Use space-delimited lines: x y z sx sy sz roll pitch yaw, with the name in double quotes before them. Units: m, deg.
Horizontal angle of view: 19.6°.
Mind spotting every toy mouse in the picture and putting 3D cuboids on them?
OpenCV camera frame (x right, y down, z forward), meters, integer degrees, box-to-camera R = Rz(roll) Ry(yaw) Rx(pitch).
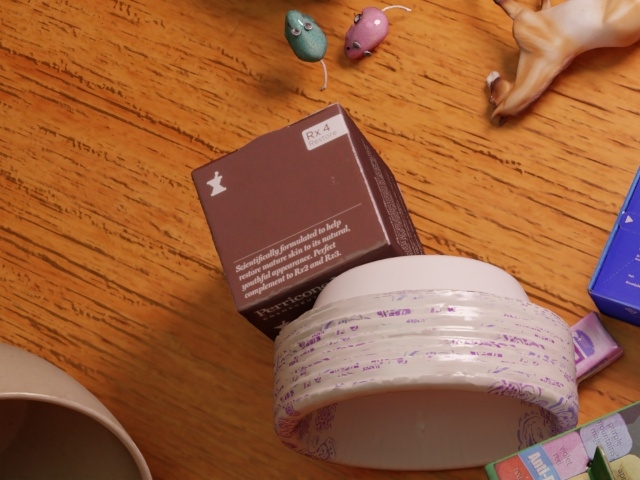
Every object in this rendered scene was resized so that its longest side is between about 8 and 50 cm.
"toy mouse" 0.020 -0.225 1.995 0.031 0.161 0.143 -130 50 -59

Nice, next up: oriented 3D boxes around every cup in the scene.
"cup" -0.358 0.229 1.867 0.331 0.331 0.237 -39 36 2

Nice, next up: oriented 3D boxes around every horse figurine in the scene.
"horse figurine" 0.277 -0.245 1.929 0.263 0.066 0.174 -19 59 15

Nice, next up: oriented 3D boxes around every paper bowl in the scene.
"paper bowl" 0.096 0.112 1.735 0.284 0.284 0.148 -9 66 16

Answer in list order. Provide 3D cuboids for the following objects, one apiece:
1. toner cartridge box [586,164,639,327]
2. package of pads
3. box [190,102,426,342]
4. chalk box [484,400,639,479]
"toner cartridge box" 0.446 0.042 1.754 0.347 0.075 0.165 20 77 25
"package of pads" 0.252 0.113 1.821 0.083 0.032 0.050 -35 60 4
"box" 0.000 0.000 1.858 0.168 0.203 0.167 -24 64 11
"chalk box" 0.266 0.258 1.616 0.179 0.289 0.180 -24 64 10
